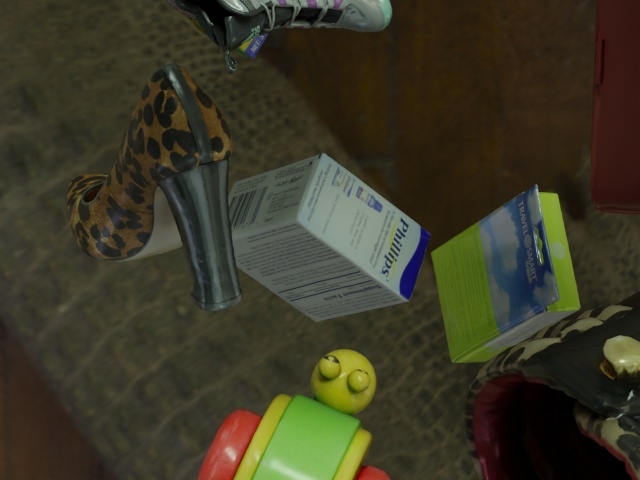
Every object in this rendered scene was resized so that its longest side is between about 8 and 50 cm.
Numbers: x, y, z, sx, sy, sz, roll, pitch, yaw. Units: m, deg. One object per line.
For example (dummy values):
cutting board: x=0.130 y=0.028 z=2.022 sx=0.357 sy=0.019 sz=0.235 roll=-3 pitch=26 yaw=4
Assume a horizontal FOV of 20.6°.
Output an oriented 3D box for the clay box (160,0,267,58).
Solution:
clay box: x=-0.071 y=-0.205 z=1.010 sx=0.053 sy=0.222 sz=0.127 roll=30 pitch=88 yaw=28

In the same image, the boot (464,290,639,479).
boot: x=0.226 y=0.037 z=0.580 sx=0.284 sy=0.377 sz=0.138 roll=-24 pitch=98 yaw=-14

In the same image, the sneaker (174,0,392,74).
sneaker: x=-0.022 y=-0.098 z=0.775 sx=0.098 sy=0.069 sz=0.038 roll=22 pitch=150 yaw=-2

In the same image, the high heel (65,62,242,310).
high heel: x=-0.142 y=-0.070 z=1.361 sx=0.261 sy=0.093 sz=0.186 roll=27 pitch=132 yaw=52

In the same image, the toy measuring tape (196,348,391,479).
toy measuring tape: x=-0.042 y=0.202 z=1.028 sx=0.121 sy=0.121 sz=0.330 roll=19 pitch=66 yaw=15

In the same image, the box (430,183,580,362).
box: x=0.164 y=0.031 z=1.539 sx=0.178 sy=0.042 sz=0.109 roll=-37 pitch=58 yaw=56

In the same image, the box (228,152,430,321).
box: x=0.000 y=0.000 z=1.520 sx=0.137 sy=0.072 sz=0.126 roll=37 pitch=149 yaw=-29

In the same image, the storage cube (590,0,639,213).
storage cube: x=0.264 y=-0.107 z=1.010 sx=0.183 sy=0.193 sz=0.215 roll=3 pitch=92 yaw=-2
